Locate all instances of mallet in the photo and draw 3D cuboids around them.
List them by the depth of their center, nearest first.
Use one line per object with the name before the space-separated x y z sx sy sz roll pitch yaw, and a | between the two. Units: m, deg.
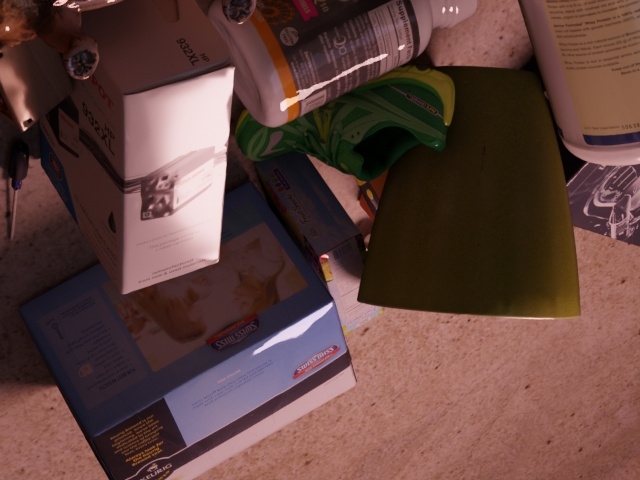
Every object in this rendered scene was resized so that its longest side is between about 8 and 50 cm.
mallet | 0.044 -0.077 2.218 0.062 0.039 0.190 -26 125 -6

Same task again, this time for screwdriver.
screwdriver | -0.350 -0.050 1.955 0.024 0.025 0.170 -17 143 -26

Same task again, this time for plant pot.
plant pot | 0.192 -0.062 2.081 0.274 0.274 0.294 2 92 -44

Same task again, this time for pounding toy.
pounding toy | -0.339 -0.181 1.710 0.100 0.141 0.130 -42 145 -21

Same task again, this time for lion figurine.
lion figurine | -0.196 -0.274 1.608 0.392 0.240 0.142 -17 124 -26

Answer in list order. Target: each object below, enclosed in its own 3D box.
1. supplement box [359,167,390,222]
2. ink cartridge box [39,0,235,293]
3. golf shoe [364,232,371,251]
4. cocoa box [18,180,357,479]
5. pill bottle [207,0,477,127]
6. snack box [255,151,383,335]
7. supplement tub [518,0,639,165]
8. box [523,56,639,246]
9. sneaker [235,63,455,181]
supplement box | 0.120 -0.113 2.258 0.080 0.078 0.233 -18 144 -26
ink cartridge box | -0.201 -0.132 1.800 0.129 0.223 0.307 -19 144 -23
golf shoe | 0.131 -0.002 2.437 0.186 0.067 0.086 6 103 -46
cocoa box | -0.165 0.136 2.171 0.347 0.231 0.228 -29 147 -10
pill bottle | 0.026 -0.253 1.914 0.278 0.162 0.162 -28 147 -13
snack box | 0.000 0.000 2.202 0.070 0.174 0.207 -30 147 -7
supplement tub | 0.360 -0.279 2.022 0.235 0.235 0.325 -27 115 -13
box | 0.444 -0.187 2.368 0.312 0.179 0.343 12 125 -51
sneaker | 0.021 -0.130 2.020 0.295 0.123 0.109 -10 163 31
